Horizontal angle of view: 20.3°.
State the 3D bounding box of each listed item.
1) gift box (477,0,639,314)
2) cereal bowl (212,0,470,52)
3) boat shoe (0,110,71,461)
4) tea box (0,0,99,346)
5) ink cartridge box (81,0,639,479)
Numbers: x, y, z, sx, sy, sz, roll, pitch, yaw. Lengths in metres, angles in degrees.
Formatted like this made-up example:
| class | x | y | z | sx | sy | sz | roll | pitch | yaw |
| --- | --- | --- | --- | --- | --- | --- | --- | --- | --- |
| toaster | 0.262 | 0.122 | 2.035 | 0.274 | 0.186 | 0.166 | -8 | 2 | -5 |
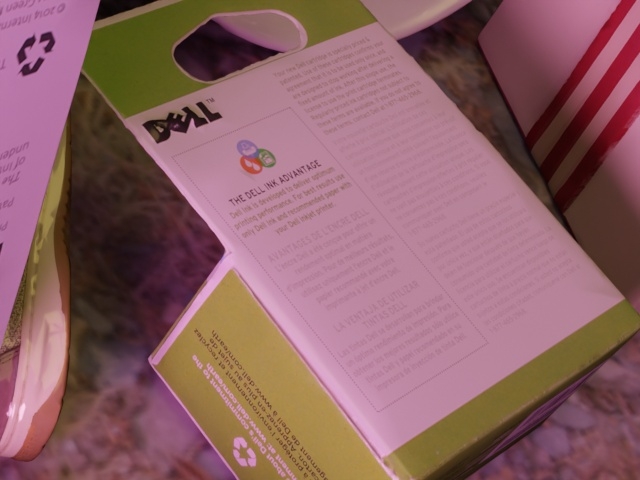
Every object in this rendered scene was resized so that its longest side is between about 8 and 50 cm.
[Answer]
| class | x | y | z | sx | sy | sz | roll | pitch | yaw |
| --- | --- | --- | --- | --- | --- | --- | --- | --- | --- |
| gift box | 0.257 | -0.107 | 0.986 | 0.276 | 0.258 | 0.255 | -6 | 56 | -35 |
| cereal bowl | 0.013 | -0.276 | 0.957 | 0.339 | 0.339 | 0.141 | -11 | 38 | -37 |
| boat shoe | -0.154 | -0.010 | 0.789 | 0.073 | 0.080 | 0.224 | 11 | 53 | -29 |
| tea box | -0.308 | -0.060 | 0.586 | 0.323 | 0.220 | 0.329 | 36 | 37 | 20 |
| ink cartridge box | 0.000 | 0.000 | 0.851 | 0.188 | 0.097 | 0.255 | -27 | 71 | -43 |
